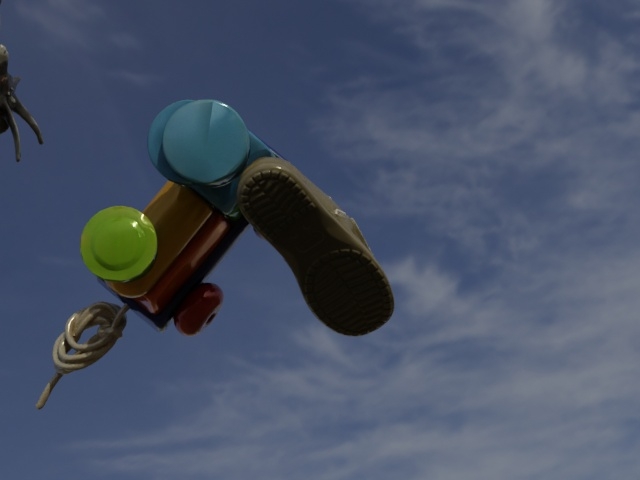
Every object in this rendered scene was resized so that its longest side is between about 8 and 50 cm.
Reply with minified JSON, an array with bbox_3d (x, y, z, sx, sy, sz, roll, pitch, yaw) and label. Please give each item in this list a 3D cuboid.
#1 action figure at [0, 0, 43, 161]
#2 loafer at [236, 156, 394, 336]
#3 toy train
[{"bbox_3d":[-0.365,-0.186,0.983,0.275,0.164,0.141,30,-55,-2],"label":"action figure"},{"bbox_3d":[0.000,0.000,0.688,0.056,0.050,0.148,-26,-58,12],"label":"loafer"},{"bbox_3d":[-0.122,0.018,0.716,0.248,0.105,0.143,-51,-8,-4],"label":"toy train"}]
